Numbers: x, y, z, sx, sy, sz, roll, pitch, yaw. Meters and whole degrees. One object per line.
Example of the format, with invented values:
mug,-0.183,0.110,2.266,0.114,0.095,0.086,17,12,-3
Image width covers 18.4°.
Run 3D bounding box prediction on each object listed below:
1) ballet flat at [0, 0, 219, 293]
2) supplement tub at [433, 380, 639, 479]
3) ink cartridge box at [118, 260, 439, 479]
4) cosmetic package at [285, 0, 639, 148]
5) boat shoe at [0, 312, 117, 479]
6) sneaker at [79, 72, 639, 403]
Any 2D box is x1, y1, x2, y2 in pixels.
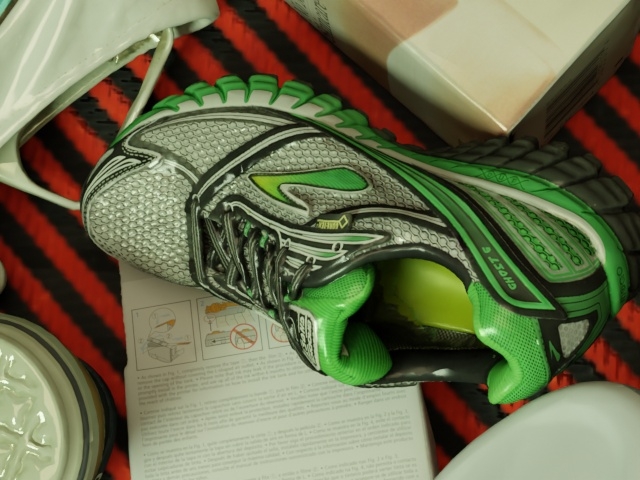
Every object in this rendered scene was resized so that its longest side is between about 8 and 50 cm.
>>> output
ballet flat,-0.211,-0.038,1.205,0.139,0.139,0.400,40,85,11
supplement tub,0.197,0.234,1.020,0.316,0.193,0.193,42,86,-24
ink cartridge box,-0.026,0.102,1.202,0.181,0.056,0.224,-10,61,4
cosmetic package,0.042,-0.183,1.184,0.296,0.153,0.129,42,85,12
boat shoe,-0.337,0.178,1.162,0.500,0.156,0.187,-23,83,13
sneaker,0.000,0.000,1.099,0.343,0.134,0.146,9,37,32
